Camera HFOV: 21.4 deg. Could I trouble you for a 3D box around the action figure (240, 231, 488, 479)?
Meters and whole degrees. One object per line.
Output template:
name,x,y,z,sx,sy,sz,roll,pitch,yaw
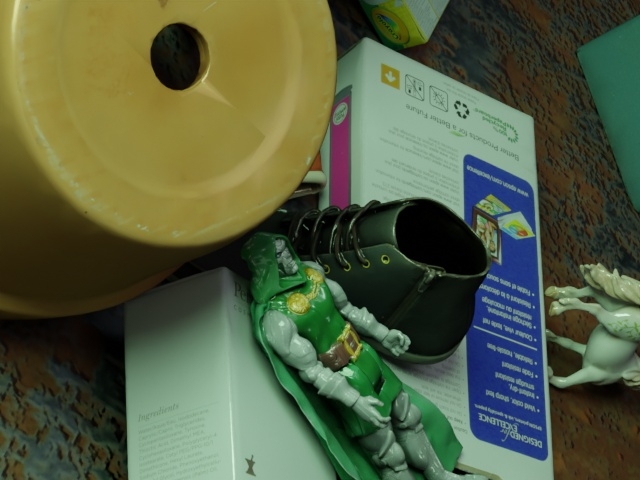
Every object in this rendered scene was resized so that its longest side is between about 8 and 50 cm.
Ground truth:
action figure,0.021,0.087,1.036,0.232,0.063,0.137,54,33,-21

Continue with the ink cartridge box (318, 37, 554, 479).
ink cartridge box,0.084,0.041,1.228,0.176,0.069,0.371,22,52,-31

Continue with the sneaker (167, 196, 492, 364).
sneaker,0.000,0.000,1.092,0.222,0.118,0.083,16,58,-1

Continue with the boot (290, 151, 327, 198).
boot,-0.057,-0.064,1.172,0.158,0.059,0.084,-5,75,-44

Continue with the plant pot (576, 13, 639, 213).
plant pot,0.384,-0.148,1.479,0.165,0.234,0.165,-2,67,-42

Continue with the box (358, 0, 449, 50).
box,0.044,-0.251,1.340,0.179,0.043,0.105,59,39,-28

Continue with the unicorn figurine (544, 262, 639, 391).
unicorn figurine,0.218,0.080,1.306,0.111,0.162,0.060,10,62,-6

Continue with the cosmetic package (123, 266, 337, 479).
cosmetic package,-0.051,0.144,1.014,0.117,0.085,0.231,32,47,-51

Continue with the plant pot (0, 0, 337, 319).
plant pot,-0.128,-0.094,0.947,0.291,0.203,0.291,-1,92,-35
